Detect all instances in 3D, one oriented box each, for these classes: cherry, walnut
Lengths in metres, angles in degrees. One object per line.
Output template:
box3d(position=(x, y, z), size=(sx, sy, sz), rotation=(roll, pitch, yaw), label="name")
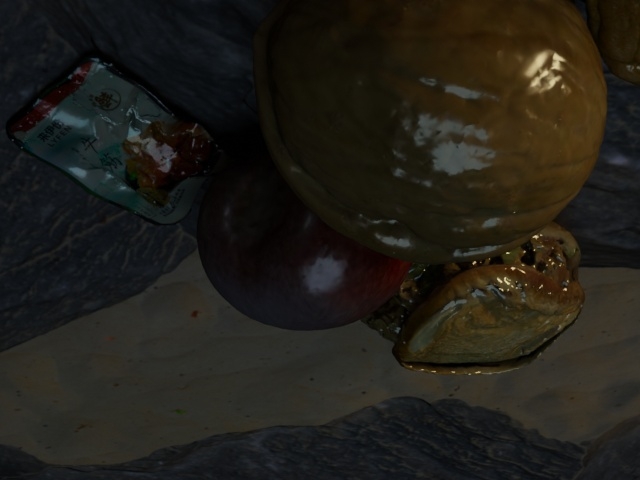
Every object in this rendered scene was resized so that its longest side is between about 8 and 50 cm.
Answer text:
box3d(position=(-0.004, 0.005, 1.430), size=(0.239, 0.206, 0.239), rotation=(6, 153, 3), label="cherry")
box3d(position=(0.096, -0.133, 1.220), size=(0.333, 0.332, 0.333), rotation=(-3, 140, -2), label="walnut")

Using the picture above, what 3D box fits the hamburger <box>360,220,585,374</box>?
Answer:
box3d(position=(0.175, 0.070, 1.586), size=(0.286, 0.146, 0.243), rotation=(-17, 145, 4), label="hamburger")

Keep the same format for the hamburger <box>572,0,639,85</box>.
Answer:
box3d(position=(0.292, -0.271, 1.178), size=(0.245, 0.155, 0.282), rotation=(22, 140, -22), label="hamburger")

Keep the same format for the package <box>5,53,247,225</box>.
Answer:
box3d(position=(-0.203, -0.096, 1.431), size=(0.166, 0.040, 0.232), rotation=(-33, 131, 31), label="package")
